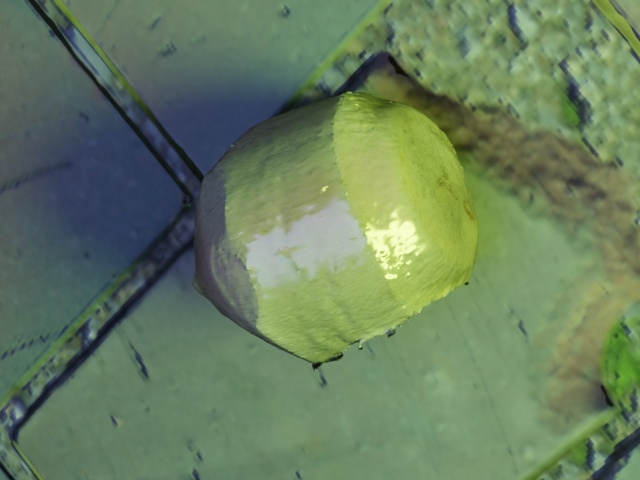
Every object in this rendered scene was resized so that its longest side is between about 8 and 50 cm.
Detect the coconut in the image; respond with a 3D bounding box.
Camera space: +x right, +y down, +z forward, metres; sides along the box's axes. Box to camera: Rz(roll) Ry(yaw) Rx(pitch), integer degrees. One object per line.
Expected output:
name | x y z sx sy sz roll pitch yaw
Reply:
coconut | 0.000 0.000 0.774 0.124 0.110 0.110 -23 93 27
